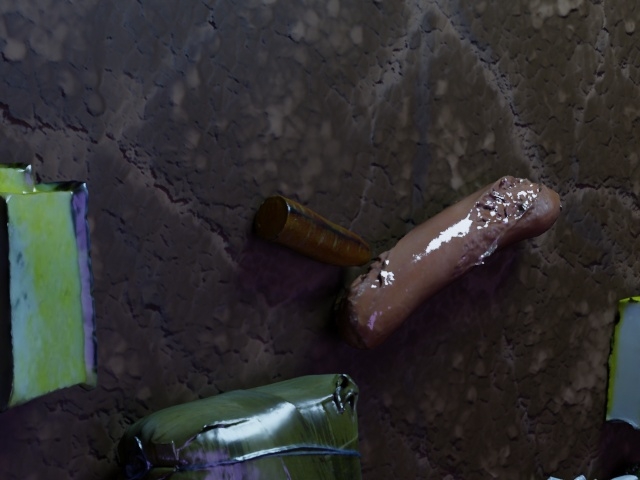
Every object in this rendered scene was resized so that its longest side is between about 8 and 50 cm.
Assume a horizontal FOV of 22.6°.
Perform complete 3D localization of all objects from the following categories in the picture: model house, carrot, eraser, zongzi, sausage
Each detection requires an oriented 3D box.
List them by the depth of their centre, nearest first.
[{"bbox_3d":[-0.270,0.034,1.319,0.211,0.170,0.194,-6,92,-67],"label":"model house"},{"bbox_3d":[-0.059,0.275,1.477,0.251,0.125,0.274,-9,88,-37],"label":"zongzi"},{"bbox_3d":[0.000,0.000,1.571,0.139,0.048,0.048,25,78,-39],"label":"carrot"},{"bbox_3d":[0.136,0.010,1.661,0.326,0.079,0.087,-32,128,-33],"label":"sausage"},{"bbox_3d":[0.442,0.148,1.933,0.226,0.069,0.158,6,90,-40],"label":"eraser"}]

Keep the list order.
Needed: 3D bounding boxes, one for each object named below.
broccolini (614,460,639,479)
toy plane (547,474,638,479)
[{"bbox_3d":[0.406,0.337,1.851,0.058,0.201,0.074,-26,126,-9],"label":"broccolini"},{"bbox_3d":[0.302,0.321,1.838,0.171,0.065,0.162,-38,116,-33],"label":"toy plane"}]
